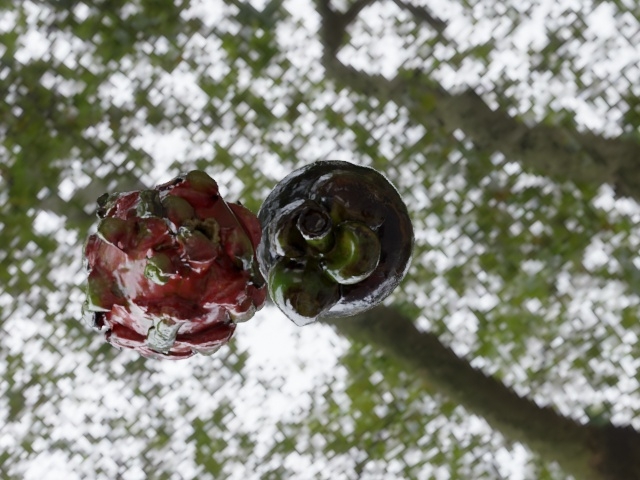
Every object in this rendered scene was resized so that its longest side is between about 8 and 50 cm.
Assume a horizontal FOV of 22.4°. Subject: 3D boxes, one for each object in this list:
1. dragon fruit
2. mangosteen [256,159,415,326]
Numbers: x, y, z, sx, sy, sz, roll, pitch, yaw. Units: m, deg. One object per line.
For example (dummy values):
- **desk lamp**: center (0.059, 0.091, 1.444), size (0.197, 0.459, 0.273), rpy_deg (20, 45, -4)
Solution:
- **dragon fruit**: center (-0.123, 0.015, 1.341), size (0.166, 0.172, 0.160), rpy_deg (46, -129, -2)
- **mangosteen**: center (0.005, 0.004, 1.614), size (0.172, 0.172, 0.184), rpy_deg (48, -139, 1)
